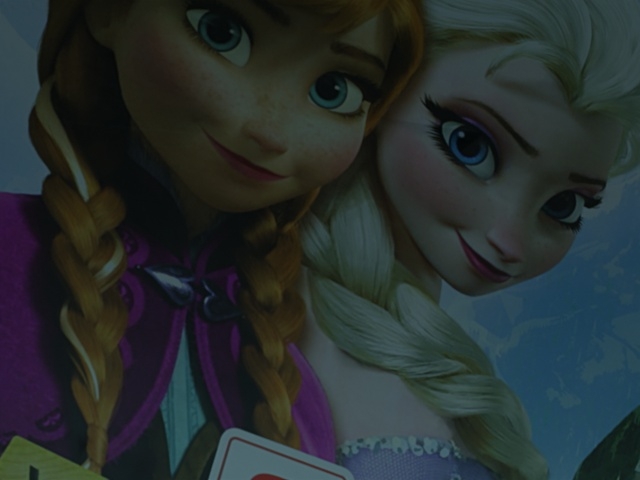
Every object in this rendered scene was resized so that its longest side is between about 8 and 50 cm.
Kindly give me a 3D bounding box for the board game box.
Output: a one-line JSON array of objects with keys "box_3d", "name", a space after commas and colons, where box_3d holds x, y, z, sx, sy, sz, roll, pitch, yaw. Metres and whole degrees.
[{"box_3d": [0.000, 0.000, 0.537, 0.319, 0.066, 0.318, 21, 65, -13], "name": "board game box"}]
